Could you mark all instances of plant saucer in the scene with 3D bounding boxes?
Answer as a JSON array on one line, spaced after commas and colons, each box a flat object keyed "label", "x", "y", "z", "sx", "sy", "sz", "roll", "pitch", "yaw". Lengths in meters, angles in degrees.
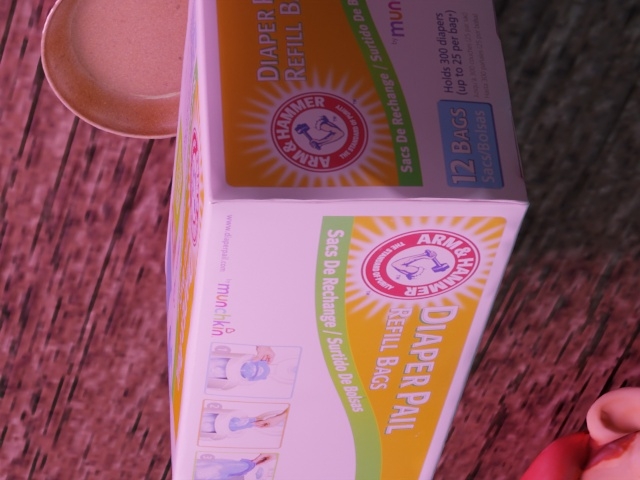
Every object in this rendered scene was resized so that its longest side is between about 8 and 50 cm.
[{"label": "plant saucer", "x": -0.063, "y": -0.075, "z": 0.712, "sx": 0.083, "sy": 0.015, "sz": 0.083, "roll": -4, "pitch": 132, "yaw": -4}]

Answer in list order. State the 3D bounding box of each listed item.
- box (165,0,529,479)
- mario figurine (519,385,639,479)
[{"label": "box", "x": 0.000, "y": 0.000, "z": 0.691, "sx": 0.103, "sy": 0.114, "sz": 0.203, "roll": 0, "pitch": 145, "yaw": -8}, {"label": "mario figurine", "x": 0.215, "y": 0.100, "z": 0.793, "sx": 0.320, "sy": 0.198, "sz": 0.170, "roll": -31, "pitch": 140, "yaw": 13}]
